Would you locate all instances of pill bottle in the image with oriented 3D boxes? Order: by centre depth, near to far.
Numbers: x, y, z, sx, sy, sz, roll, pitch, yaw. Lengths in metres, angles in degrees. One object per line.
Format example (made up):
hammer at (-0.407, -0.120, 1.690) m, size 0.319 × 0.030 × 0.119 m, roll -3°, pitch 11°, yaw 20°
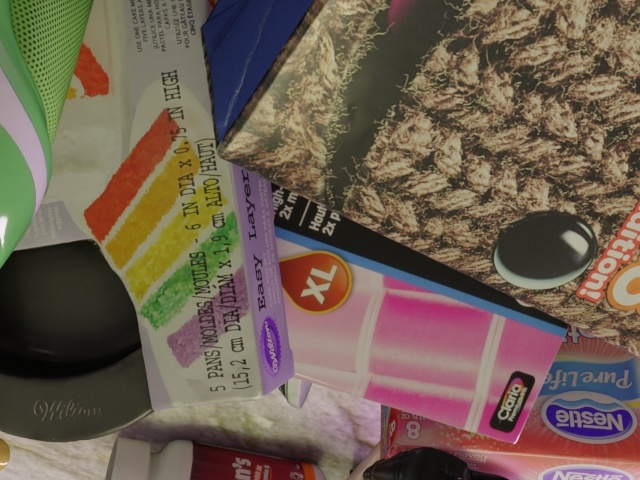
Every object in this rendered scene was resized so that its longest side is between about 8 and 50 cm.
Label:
pill bottle at (-0.113, 0.274, 1.062) m, size 0.221 × 0.121 × 0.121 m, roll 13°, pitch 141°, yaw -12°

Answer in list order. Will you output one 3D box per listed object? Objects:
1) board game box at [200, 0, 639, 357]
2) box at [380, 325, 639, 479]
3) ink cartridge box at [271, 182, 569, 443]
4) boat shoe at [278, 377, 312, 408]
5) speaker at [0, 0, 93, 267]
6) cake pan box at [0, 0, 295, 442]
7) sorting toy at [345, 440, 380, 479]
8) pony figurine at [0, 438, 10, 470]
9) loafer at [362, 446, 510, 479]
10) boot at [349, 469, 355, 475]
board game box at (0.126, -0.100, 0.486) m, size 0.291 × 0.141 × 0.232 m, roll 24°, pitch 117°, yaw -24°
box at (0.202, 0.148, 0.846) m, size 0.300 × 0.154 × 0.142 m, roll 5°, pitch 142°, yaw 0°
ink cartridge box at (0.000, 0.000, 0.672) m, size 0.371 × 0.069 × 0.176 m, roll 20°, pitch 100°, yaw -16°
boat shoe at (-0.029, 0.098, 0.894) m, size 0.040 × 0.049 × 0.142 m, roll 16°, pitch 143°, yaw 15°
speaker at (-0.146, -0.123, 0.407) m, size 0.131 × 0.296 × 0.131 m, roll 2°, pitch 142°, yaw 2°
cake pan box at (-0.153, -0.020, 0.597) m, size 0.245 × 0.267 × 0.070 m, roll -6°, pitch -177°, yaw 17°
sorting toy at (0.082, 0.263, 0.972) m, size 0.132 × 0.046 × 0.274 m, roll 39°, pitch 93°, yaw -26°
pony figurine at (-0.472, 0.177, 0.868) m, size 0.351 × 0.303 × 0.363 m, roll 12°, pitch 165°, yaw 2°
loafer at (0.104, 0.199, 0.762) m, size 0.170 × 0.062 × 0.061 m, roll 39°, pitch 150°, yaw -29°
boot at (0.163, 0.353, 1.133) m, size 0.260 × 0.131 × 0.348 m, roll -2°, pitch 147°, yaw 12°
